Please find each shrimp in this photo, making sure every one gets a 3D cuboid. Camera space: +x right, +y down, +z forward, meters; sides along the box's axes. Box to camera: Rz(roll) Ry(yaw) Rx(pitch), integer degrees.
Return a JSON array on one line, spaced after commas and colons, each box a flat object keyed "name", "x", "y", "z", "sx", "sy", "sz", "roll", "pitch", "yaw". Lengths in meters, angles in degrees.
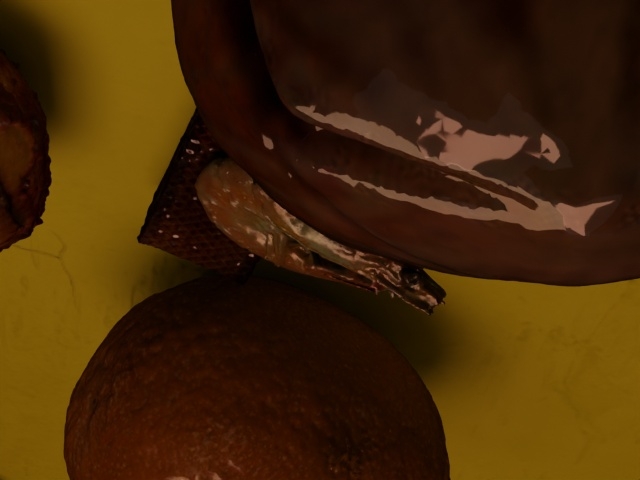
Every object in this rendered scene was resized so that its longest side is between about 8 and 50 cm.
[{"name": "shrimp", "x": 0.001, "y": -0.001, "z": 1.138, "sx": 0.217, "sy": 0.051, "sz": 0.115, "roll": 25, "pitch": 153, "yaw": 9}]

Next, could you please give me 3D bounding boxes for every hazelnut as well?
[{"name": "hazelnut", "x": 0.124, "y": -0.144, "z": 0.757, "sx": 0.409, "sy": 0.359, "sz": 0.359, "roll": -12, "pitch": 144, "yaw": 3}]

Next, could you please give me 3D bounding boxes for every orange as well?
[{"name": "orange", "x": -0.053, "y": 0.199, "z": 1.372, "sx": 0.357, "sy": 0.322, "sz": 0.322, "roll": 26, "pitch": 146, "yaw": -22}]

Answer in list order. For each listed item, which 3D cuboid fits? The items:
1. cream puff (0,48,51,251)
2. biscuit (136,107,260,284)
[{"name": "cream puff", "x": -0.320, "y": -0.089, "z": 1.174, "sx": 0.240, "sy": 0.164, "sz": 0.240, "roll": 23, "pitch": 156, "yaw": 11}, {"name": "biscuit", "x": -0.071, "y": -0.056, "z": 1.212, "sx": 0.106, "sy": 0.070, "sz": 0.252, "roll": 22, "pitch": 147, "yaw": -10}]
